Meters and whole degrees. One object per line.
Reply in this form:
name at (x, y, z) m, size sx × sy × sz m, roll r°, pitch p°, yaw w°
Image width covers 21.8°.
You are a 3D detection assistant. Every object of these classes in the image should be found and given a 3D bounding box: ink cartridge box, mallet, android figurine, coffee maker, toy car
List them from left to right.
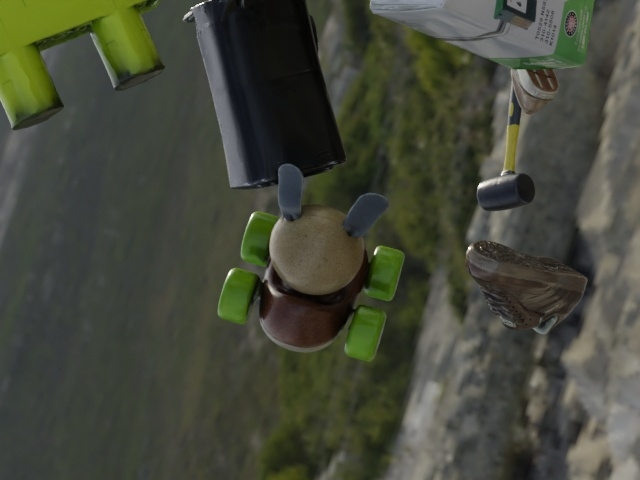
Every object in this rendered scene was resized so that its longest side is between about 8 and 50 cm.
android figurine at (-0.226, -0.226, 1.234) m, size 0.273 × 0.248 × 0.056 m, roll 64°, pitch 161°, yaw 2°
coffee maker at (-0.052, -0.140, 1.530) m, size 0.171 × 0.120 × 0.178 m, roll -59°, pitch -46°, yaw -86°
toy car at (0.000, 0.000, 1.544) m, size 0.188 × 0.155 × 0.149 m, roll 100°, pitch -173°, yaw -50°
ink cartridge box at (0.158, -0.261, 1.541) m, size 0.092 × 0.219 × 0.160 m, roll 5°, pitch 85°, yaw 44°
mallet at (0.211, -0.121, 1.892) m, size 0.062 × 0.039 × 0.190 m, roll -21°, pitch 57°, yaw 42°

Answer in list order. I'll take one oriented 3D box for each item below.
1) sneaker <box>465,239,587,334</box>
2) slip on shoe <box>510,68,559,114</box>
sneaker at (0.182, 0.050, 1.499) m, size 0.066 × 0.188 × 0.071 m, roll 31°, pitch 100°, yaw 35°
slip on shoe at (0.215, -0.190, 1.743) m, size 0.041 × 0.051 × 0.135 m, roll 117°, pitch 148°, yaw -46°
